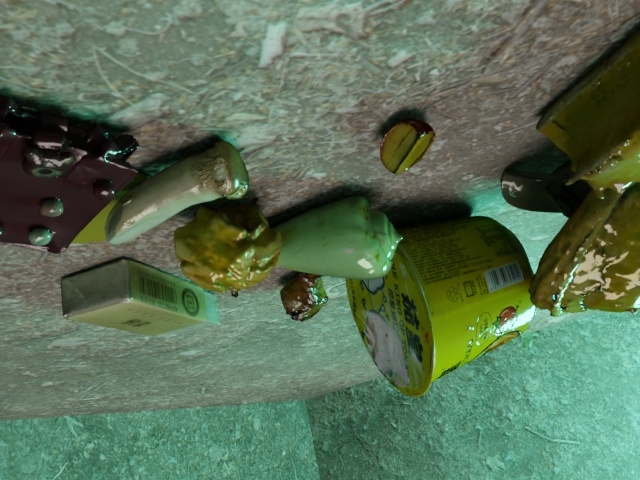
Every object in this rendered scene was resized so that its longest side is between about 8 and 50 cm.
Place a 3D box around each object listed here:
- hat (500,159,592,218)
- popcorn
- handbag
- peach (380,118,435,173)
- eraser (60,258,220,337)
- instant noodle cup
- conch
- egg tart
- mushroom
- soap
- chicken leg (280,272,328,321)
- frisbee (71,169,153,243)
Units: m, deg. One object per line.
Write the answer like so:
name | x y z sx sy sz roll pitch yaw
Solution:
hat | 0.396 -0.107 1.074 0.175 0.085 0.147 11 157 4
popcorn | -0.136 0.008 0.957 0.148 0.152 0.167 16 -160 25
handbag | -0.332 -0.064 0.695 0.216 0.074 0.203 -32 150 36
peach | 0.111 -0.129 0.841 0.077 0.050 0.083 -38 168 3
eraser | -0.334 0.125 1.237 0.144 0.078 0.343 -16 160 15
instant noodle cup | 0.226 0.098 1.197 0.254 0.325 0.325 -16 163 -20
conch | 0.013 0.004 1.057 0.251 0.143 0.137 -10 123 34
egg tart | 0.507 -0.011 1.041 0.388 0.169 0.388 -37 150 -26
mushroom | -0.188 -0.056 0.815 0.209 0.071 0.084 -24 169 13
soap | 0.499 -0.172 0.791 0.304 0.169 0.338 6 156 -18
chicken leg | -0.026 0.093 1.347 0.107 0.087 0.251 -27 160 -23
frisbee | -0.325 -0.043 0.871 0.236 0.017 0.236 -11 160 -4
